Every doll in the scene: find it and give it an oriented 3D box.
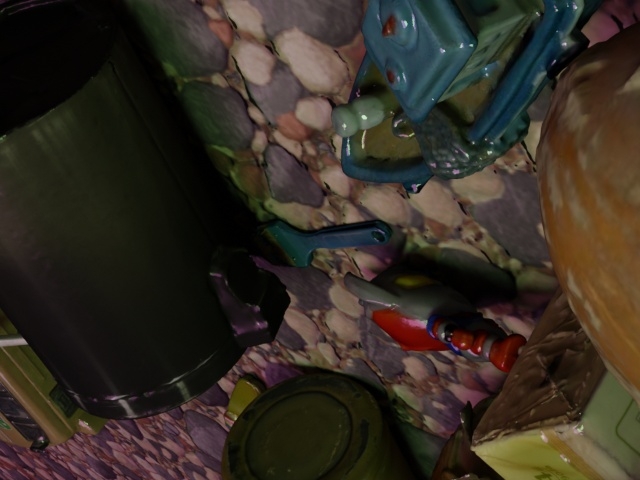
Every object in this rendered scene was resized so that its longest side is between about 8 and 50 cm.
[{"bbox_3d":[0.086,0.059,0.778,0.195,0.104,0.062,22,111,52],"label":"doll"}]

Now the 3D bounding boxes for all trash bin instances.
[{"bbox_3d":[-0.188,-0.024,0.831,0.252,0.203,0.301,-1,135,26],"label":"trash bin"}]

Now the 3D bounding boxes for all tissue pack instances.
[{"bbox_3d":[0.236,0.135,0.653,0.234,0.159,0.125,41,150,-10],"label":"tissue pack"}]

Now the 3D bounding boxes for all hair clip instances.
[{"bbox_3d":[-0.086,0.217,1.236,0.060,0.033,0.188,27,150,14],"label":"hair clip"}]

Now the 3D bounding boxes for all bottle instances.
[{"bbox_3d":[0.038,0.313,1.104,0.172,0.171,0.351,11,142,37],"label":"bottle"}]

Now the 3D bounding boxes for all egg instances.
[{"bbox_3d":[0.206,0.000,0.451,0.245,0.203,0.203,38,151,2],"label":"egg"}]

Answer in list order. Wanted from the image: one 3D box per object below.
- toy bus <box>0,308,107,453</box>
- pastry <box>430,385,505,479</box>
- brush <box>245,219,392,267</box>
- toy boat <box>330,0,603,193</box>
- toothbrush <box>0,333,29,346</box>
[{"bbox_3d":[-0.394,0.093,1.238,0.202,0.177,0.365,2,136,36],"label":"toy bus"},{"bbox_3d":[0.233,0.256,0.855,0.330,0.136,0.329,25,147,18],"label":"pastry"},{"bbox_3d":[0.000,0.000,0.856,0.164,0.014,0.051,-8,130,50],"label":"brush"},{"bbox_3d":[0.059,-0.088,0.560,0.109,0.098,0.238,59,159,10],"label":"toy boat"},{"bbox_3d":[-0.227,0.084,1.048,0.386,0.040,0.040,-7,133,21],"label":"toothbrush"}]
